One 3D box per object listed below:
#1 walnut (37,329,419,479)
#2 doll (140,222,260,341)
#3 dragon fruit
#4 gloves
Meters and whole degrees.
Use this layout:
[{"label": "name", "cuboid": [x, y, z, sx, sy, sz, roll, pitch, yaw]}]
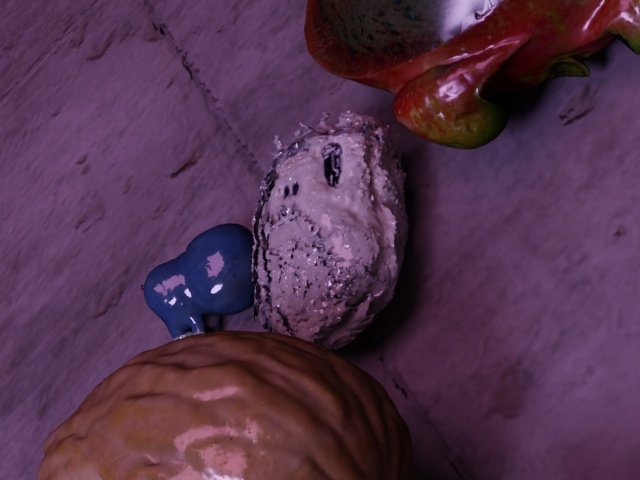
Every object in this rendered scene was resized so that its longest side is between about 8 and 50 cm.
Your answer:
[{"label": "walnut", "cuboid": [-0.040, 0.143, 0.912, 0.213, 0.213, 0.213, -25, 46, 29]}, {"label": "doll", "cuboid": [-0.071, 0.028, 1.135, 0.083, 0.050, 0.076, -32, 47, 19]}, {"label": "dragon fruit", "cuboid": [0.100, -0.181, 1.077, 0.295, 0.130, 0.268, 18, 69, 50]}, {"label": "gloves", "cuboid": [-0.002, -0.002, 1.072, 0.114, 0.070, 0.153, -22, 49, 31]}]
